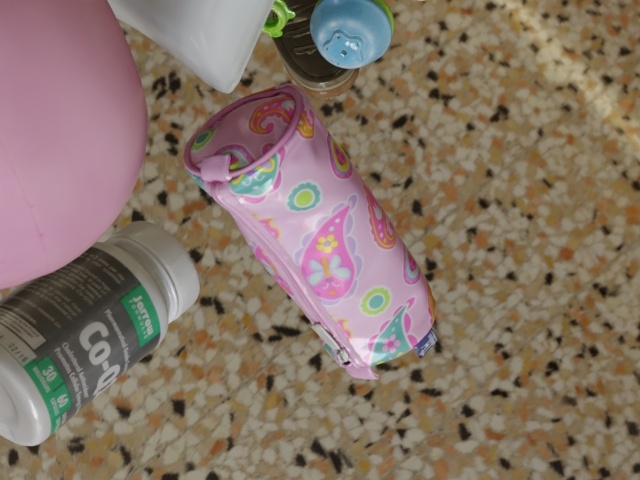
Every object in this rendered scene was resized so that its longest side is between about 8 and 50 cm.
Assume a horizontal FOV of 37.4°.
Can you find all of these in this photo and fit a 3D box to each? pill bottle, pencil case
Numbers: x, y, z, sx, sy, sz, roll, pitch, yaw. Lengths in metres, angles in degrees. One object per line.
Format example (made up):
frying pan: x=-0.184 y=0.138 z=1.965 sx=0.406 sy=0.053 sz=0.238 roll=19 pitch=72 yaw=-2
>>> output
pill bottle: x=-0.368 y=0.129 z=1.460 sx=0.204 sy=0.204 sz=0.361 roll=45 pitch=50 yaw=3
pencil case: x=0.000 y=0.000 z=0.834 sx=0.124 sy=0.124 sz=0.284 roll=-54 pitch=131 yaw=-24

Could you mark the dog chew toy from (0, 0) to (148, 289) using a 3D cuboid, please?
dog chew toy: x=-0.259 y=-0.038 z=0.474 sx=0.332 sy=0.206 sz=0.206 roll=-28 pitch=80 yaw=-21

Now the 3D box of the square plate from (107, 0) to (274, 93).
square plate: x=-0.074 y=-0.301 z=0.621 sx=0.049 sy=0.347 sz=0.344 roll=15 pitch=104 yaw=-34

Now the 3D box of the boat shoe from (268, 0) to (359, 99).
boat shoe: x=-0.009 y=-0.272 z=1.191 sx=0.111 sy=0.104 sz=0.307 roll=-14 pitch=51 yaw=0

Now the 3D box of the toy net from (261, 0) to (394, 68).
toy net: x=0.036 y=-0.219 z=0.694 sx=0.122 sy=0.232 sz=0.045 roll=27 pitch=48 yaw=-12
